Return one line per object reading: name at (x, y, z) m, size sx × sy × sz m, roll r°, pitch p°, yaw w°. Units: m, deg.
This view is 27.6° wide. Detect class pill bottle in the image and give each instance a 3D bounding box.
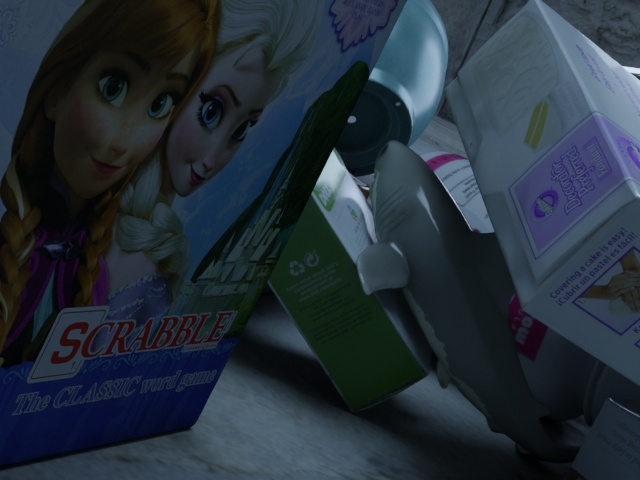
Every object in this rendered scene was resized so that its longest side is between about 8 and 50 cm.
pill bottle at (0.177, 0.049, 1.080) m, size 0.283 × 0.160 × 0.160 m, roll 30°, pitch 13°, yaw 31°

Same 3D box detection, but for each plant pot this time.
plant pot at (0.042, -0.215, 1.856) m, size 0.293 × 0.293 × 0.196 m, roll 20°, pitch 38°, yaw -16°

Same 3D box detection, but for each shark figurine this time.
shark figurine at (0.124, 0.052, 0.864) m, size 0.278 × 0.116 × 0.166 m, roll 59°, pitch 20°, yaw -4°

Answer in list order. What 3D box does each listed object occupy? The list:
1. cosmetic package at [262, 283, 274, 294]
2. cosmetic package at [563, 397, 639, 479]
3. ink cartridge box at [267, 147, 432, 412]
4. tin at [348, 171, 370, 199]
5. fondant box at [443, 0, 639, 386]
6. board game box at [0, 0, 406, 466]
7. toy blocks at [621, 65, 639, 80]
cosmetic package at (-0.070, -0.029, 0.996) m, size 0.127 × 0.107 × 0.238 m, roll 62°, pitch 20°, yaw 11°
cosmetic package at (0.284, 0.176, 0.900) m, size 0.231 × 0.085 × 0.117 m, roll 14°, pitch 15°, yaw -45°
ink cartridge box at (0.000, 0.000, 0.885) m, size 0.209 × 0.062 × 0.109 m, roll 57°, pitch 18°, yaw -12°
tin at (-0.017, -0.081, 1.637) m, size 0.190 × 0.040 × 0.106 m, roll 14°, pitch 19°, yaw -42°
fondant box at (0.246, 0.014, 0.844) m, size 0.330 × 0.096 × 0.238 m, roll 31°, pitch 27°, yaw -26°
board game box at (-0.096, -0.048, 0.566) m, size 0.066 × 0.318 × 0.319 m, roll 32°, pitch 14°, yaw 24°
toy blocks at (0.334, -0.051, 1.490) m, size 0.261 × 0.381 × 0.191 m, roll 4°, pitch 16°, yaw -17°
